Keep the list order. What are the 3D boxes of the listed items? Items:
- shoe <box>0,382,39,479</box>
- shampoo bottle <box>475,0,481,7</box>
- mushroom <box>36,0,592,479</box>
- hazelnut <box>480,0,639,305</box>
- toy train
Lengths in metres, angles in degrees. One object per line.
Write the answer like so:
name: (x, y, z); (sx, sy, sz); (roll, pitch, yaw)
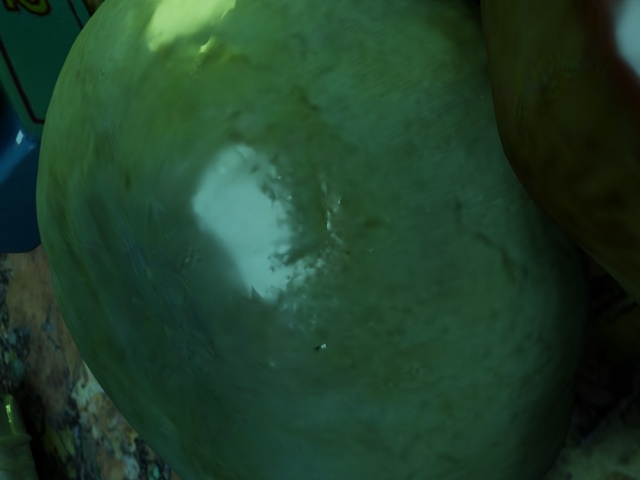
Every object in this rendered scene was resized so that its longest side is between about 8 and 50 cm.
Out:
shoe: (-0.279, 0.197, 1.550); (0.363, 0.131, 0.160); (39, 118, 42)
shampoo bottle: (0.078, -0.020, 1.154); (0.098, 0.071, 0.309); (-4, 93, 47)
mushroom: (0.000, 0.000, 1.008); (0.352, 0.260, 0.352); (29, 133, 36)
hazelnut: (0.244, -0.100, 0.792); (0.366, 0.365, 0.366); (9, 102, 47)
toy train: (-0.295, -0.138, 1.408); (0.188, 0.265, 0.300); (-42, 63, 32)
